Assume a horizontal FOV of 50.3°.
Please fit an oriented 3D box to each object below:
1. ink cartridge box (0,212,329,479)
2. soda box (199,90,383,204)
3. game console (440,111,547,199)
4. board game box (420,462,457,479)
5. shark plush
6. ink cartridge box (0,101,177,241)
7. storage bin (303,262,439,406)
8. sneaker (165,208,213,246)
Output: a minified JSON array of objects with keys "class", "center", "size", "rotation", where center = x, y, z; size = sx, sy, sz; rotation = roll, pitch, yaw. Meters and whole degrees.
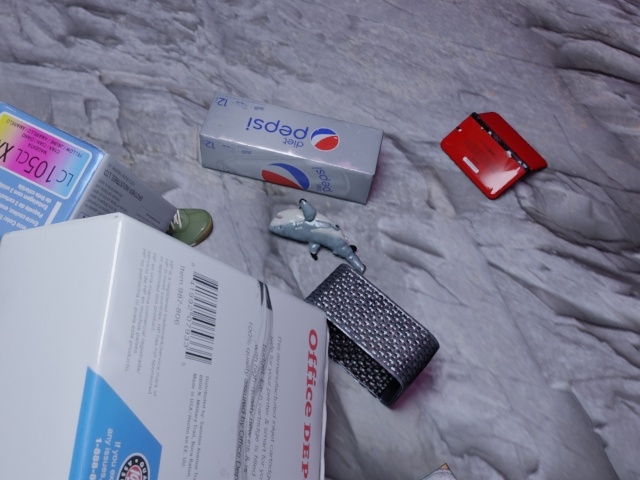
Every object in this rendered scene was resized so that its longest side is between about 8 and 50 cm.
[{"class":"ink cartridge box","center":[-0.154,0.176,0.732],"size":[0.166,0.395,0.285],"rotation":[-7,68,28]},{"class":"soda box","center":[-0.048,-0.151,1.121],"size":[0.286,0.091,0.098],"rotation":[13,60,1]},{"class":"game console","center":[0.305,-0.152,1.204],"size":[0.124,0.085,0.144],"rotation":[-42,69,9]},{"class":"board game box","center":[0.106,0.418,0.855],"size":[0.243,0.042,0.165],"rotation":[-26,67,-19]},{"class":"shark plush","center":[0.000,0.000,1.084],"size":[0.161,0.073,0.067],"rotation":[36,83,-9]},{"class":"ink cartridge box","center":[-0.360,0.074,0.826],"size":[0.151,0.270,0.395],"rotation":[24,82,9]},{"class":"storage bin","center":[0.064,0.133,0.960],"size":[0.180,0.122,0.084],"rotation":[41,65,15]},{"class":"sneaker","center":[-0.257,-0.018,1.030],"size":[0.192,0.086,0.064],"rotation":[-15,64,-14]}]
